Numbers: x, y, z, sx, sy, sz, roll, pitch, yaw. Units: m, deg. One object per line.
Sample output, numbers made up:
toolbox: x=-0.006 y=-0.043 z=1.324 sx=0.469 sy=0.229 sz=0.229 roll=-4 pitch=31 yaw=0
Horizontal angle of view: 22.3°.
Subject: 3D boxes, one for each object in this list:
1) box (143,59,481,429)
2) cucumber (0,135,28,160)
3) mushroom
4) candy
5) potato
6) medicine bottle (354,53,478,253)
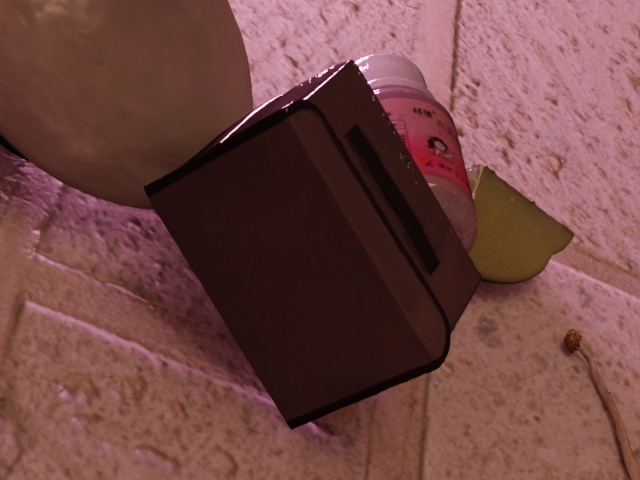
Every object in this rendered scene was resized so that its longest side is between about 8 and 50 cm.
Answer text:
box: x=0.000 y=0.000 z=1.423 sx=0.252 sy=0.188 sz=0.153 roll=56 pitch=36 yaw=-10
cucumber: x=-0.314 y=-0.123 z=1.531 sx=0.155 sy=0.037 sz=0.037 roll=39 pitch=37 yaw=4
mushroom: x=0.302 y=0.200 z=1.622 sx=0.028 sy=0.026 sz=0.286 roll=-5 pitch=50 yaw=-19
candy: x=-0.210 y=-0.228 z=1.537 sx=0.427 sy=0.186 sz=0.386 roll=60 pitch=34 yaw=-5
potato: x=0.179 y=0.008 z=1.732 sx=0.149 sy=0.081 sz=0.120 roll=34 pitch=64 yaw=-25
medicine bottle: x=0.076 y=-0.080 z=1.675 sx=0.147 sy=0.147 sz=0.247 roll=16 pitch=41 yaw=-21
